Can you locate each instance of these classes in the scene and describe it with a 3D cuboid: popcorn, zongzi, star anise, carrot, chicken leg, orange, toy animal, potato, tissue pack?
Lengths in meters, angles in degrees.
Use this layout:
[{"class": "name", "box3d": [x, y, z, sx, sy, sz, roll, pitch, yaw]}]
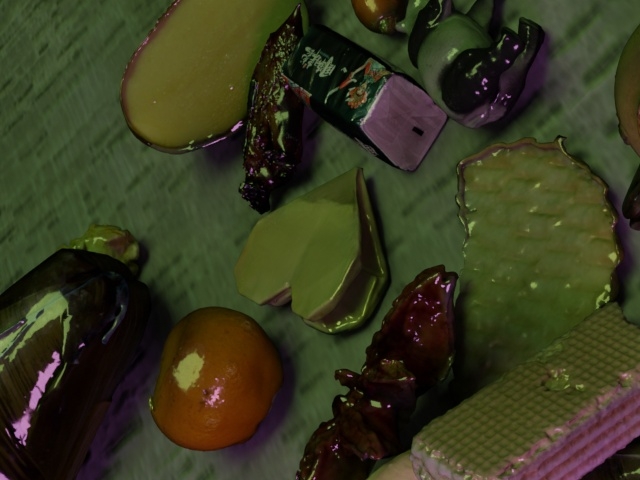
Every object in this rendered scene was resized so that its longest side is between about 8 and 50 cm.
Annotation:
[{"class": "popcorn", "box3d": [-0.279, 0.024, 1.758, 0.109, 0.089, 0.097, -40, 9, 13]}, {"class": "zongzi", "box3d": [-0.315, 0.262, 1.621, 0.403, 0.208, 0.432, -35, 66, 14]}, {"class": "star anise", "box3d": [0.051, 0.139, 1.253, 0.288, 0.088, 0.288, -58, 2, 3]}, {"class": "carrot", "box3d": [0.053, -0.337, 1.609, 0.062, 0.066, 0.271, -18, 55, 14]}, {"class": "chicken leg", "box3d": [-0.050, -0.147, 1.593, 0.105, 0.063, 0.233, -6, 75, 60]}, {"class": "orange", "box3d": [-0.110, 0.148, 1.479, 0.156, 0.134, 0.156, 21, -90, -88]}, {"class": "zongzi", "box3d": [0.253, 0.165, 1.141, 0.104, 0.052, 0.113, -21, 42, 30]}, {"class": "toy animal", "box3d": [0.144, -0.203, 1.425, 0.121, 0.094, 0.225, -55, 41, 24]}, {"class": "potato", "box3d": [-0.124, -0.221, 1.693, 0.271, 0.160, 0.111, -51, 5, 3]}, {"class": "tissue pack", "box3d": [0.044, -0.154, 1.492, 0.090, 0.103, 0.170, -54, 41, 1]}]

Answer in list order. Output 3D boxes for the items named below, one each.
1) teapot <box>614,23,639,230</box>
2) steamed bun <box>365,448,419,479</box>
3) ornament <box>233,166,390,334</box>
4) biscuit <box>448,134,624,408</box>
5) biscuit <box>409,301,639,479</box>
[{"class": "teapot", "box3d": [0.328, -0.126, 1.148, 0.182, 0.173, 0.269, -55, -6, -50]}, {"class": "steamed bun", "box3d": [0.111, 0.256, 1.173, 0.155, 0.172, 0.141, 54, 154, 21]}, {"class": "ornament", "box3d": [0.000, 0.000, 1.491, 0.201, 0.059, 0.180, 19, 81, 52]}, {"class": "biscuit", "box3d": [0.198, 0.024, 1.280, 0.187, 0.036, 0.273, -16, 58, 42]}, {"class": "biscuit", "box3d": [0.189, 0.135, 1.116, 0.239, 0.061, 0.108, -30, 32, -23]}]
